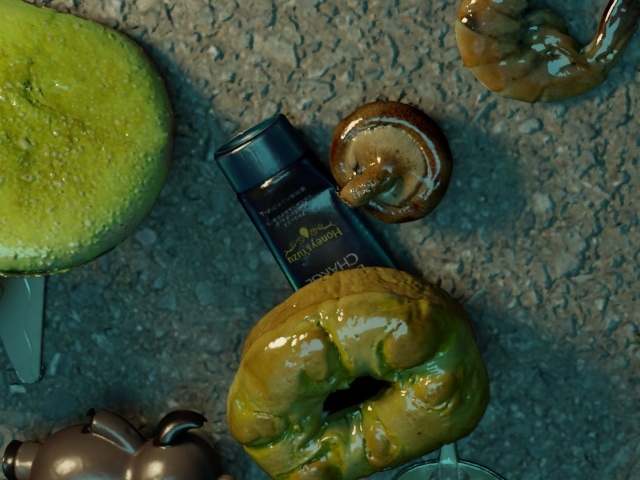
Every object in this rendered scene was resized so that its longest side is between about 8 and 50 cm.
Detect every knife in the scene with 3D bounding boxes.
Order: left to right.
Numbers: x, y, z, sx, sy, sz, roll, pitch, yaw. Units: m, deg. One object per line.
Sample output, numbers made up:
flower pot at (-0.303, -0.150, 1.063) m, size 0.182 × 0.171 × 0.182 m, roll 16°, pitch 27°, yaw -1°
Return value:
knife at (-0.312, -0.002, 1.883) m, size 0.081 × 0.043 × 0.336 m, roll 15°, pitch 111°, yaw 11°

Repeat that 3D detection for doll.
doll at (-0.206, 0.263, 1.902) m, size 0.257 × 0.117 × 0.182 m, roll -4°, pitch 107°, yaw 12°

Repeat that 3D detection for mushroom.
mushroom at (0.071, -0.078, 1.767) m, size 0.127 × 0.087 × 0.127 m, roll 4°, pitch 111°, yaw 10°

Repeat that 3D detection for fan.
fan at (0.137, 0.255, 1.897) m, size 0.152 × 0.008 × 0.227 m, roll 1°, pitch 108°, yaw 10°

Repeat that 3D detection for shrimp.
shrimp at (0.236, -0.268, 1.705) m, size 0.169 × 0.058 × 0.296 m, roll 16°, pitch 111°, yaw -5°

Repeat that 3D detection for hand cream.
hand cream at (0.000, 0.000, 1.826) m, size 0.120 × 0.061 × 0.270 m, roll -30°, pitch 108°, yaw 15°

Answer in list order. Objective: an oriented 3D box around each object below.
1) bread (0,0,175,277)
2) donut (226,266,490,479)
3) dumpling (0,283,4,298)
bread at (-0.292, -0.105, 1.756) m, size 0.301 × 0.045 × 0.301 m, roll 2°, pitch 69°, yaw -6°
donut at (0.032, 0.134, 1.798) m, size 0.261 × 0.128 × 0.208 m, roll -24°, pitch 119°, yaw 14°
dumpling at (-0.447, 0.026, 1.819) m, size 0.243 × 0.318 × 0.187 m, roll 39°, pitch 71°, yaw 3°
